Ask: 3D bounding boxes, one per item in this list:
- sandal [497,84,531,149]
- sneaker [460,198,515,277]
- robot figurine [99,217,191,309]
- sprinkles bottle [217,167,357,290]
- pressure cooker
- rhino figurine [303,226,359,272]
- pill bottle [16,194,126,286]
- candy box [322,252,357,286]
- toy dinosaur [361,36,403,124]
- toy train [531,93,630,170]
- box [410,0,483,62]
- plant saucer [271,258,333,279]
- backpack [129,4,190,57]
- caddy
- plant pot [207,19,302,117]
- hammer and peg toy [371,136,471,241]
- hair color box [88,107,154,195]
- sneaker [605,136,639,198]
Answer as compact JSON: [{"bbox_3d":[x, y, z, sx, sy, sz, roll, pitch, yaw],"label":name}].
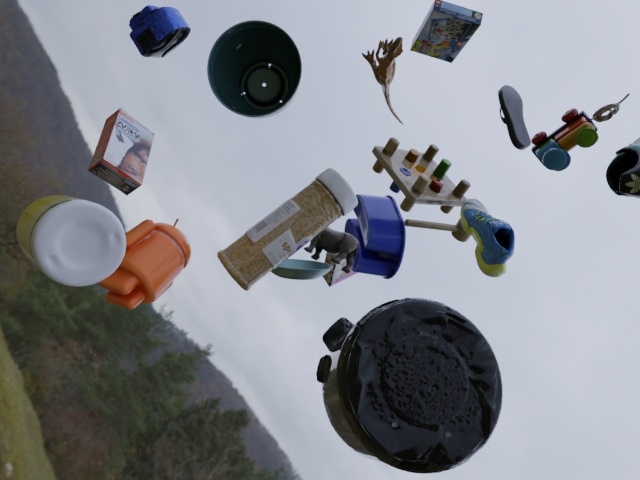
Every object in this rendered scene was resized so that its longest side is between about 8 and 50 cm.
[{"bbox_3d":[0.645,-0.420,1.624,0.054,0.097,0.255,-37,-130,56],"label":"sandal"},{"bbox_3d":[0.429,-0.033,1.193,0.126,0.091,0.240,107,-22,-54],"label":"sneaker"},{"bbox_3d":[-0.364,0.045,1.016,0.128,0.219,0.158,-23,-68,40],"label":"robot figurine"},{"bbox_3d":[-0.079,-0.030,1.170,0.121,0.355,0.121,51,-7,9],"label":"sprinkles bottle"},{"bbox_3d":[0.185,0.350,1.159,0.420,0.375,0.370,108,-19,-67],"label":"pressure cooker"},{"bbox_3d":[0.000,0.000,1.375,0.243,0.106,0.073,22,-22,23],"label":"rhino figurine"},{"bbox_3d":[-0.383,-0.007,0.717,0.208,0.119,0.119,12,-51,49],"label":"pill bottle"},{"bbox_3d":[0.099,0.078,1.945,0.071,0.159,0.233,54,-24,27],"label":"candy box"},{"bbox_3d":[0.125,-0.324,0.937,0.211,0.064,0.112,69,8,-70],"label":"toy dinosaur"},{"bbox_3d":[0.644,-0.267,1.160,0.248,0.143,0.105,-39,-84,29],"label":"toy train"},{"bbox_3d":[0.410,-0.688,1.581,0.159,0.044,0.233,14,-10,-5],"label":"box"},{"bbox_3d":[-0.062,0.080,1.290,0.195,0.195,0.037,11,-81,58],"label":"plant saucer"},{"bbox_3d":[-0.377,-0.498,1.117,0.101,0.120,0.098,60,20,-17],"label":"backpack"},{"bbox_3d":[0.208,-0.019,1.710,0.341,0.179,0.241,-99,-160,-50],"label":"caddy"},{"bbox_3d":[-0.197,-0.527,1.553,0.293,0.293,0.196,58,3,0],"label":"plant pot"},{"bbox_3d":[0.331,-0.165,1.466,0.127,0.266,0.361,-59,-136,36],"label":"hammer and peg toy"},{"bbox_3d":[-0.410,-0.187,0.993,0.093,0.053,0.167,39,34,-41],"label":"hair color box"},{"bbox_3d":[0.597,-0.146,0.887,0.121,0.302,0.108,0,-73,24],"label":"sneaker"}]
